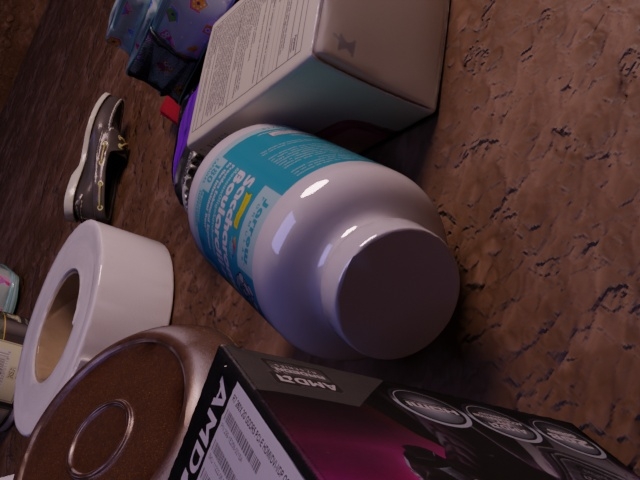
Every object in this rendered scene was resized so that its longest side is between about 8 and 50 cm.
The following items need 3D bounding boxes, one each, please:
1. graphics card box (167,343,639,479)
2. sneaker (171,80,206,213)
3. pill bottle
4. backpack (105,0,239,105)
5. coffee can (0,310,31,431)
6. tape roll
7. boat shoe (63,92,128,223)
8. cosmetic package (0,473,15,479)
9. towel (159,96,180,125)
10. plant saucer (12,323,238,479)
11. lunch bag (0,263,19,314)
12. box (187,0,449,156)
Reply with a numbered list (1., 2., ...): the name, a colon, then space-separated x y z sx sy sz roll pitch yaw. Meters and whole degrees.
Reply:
1. graphics card box: 0.101 0.168 0.352 0.371 0.233 0.094 37 109 62
2. sneaker: -0.099 -0.167 1.081 0.293 0.102 0.146 -66 27 7
3. pill bottle: 0.000 0.000 0.741 0.146 0.146 0.264 -67 27 5
4. backpack: -0.152 -0.278 1.120 0.188 0.144 0.165 -37 23 47
5. coffee can: -0.635 0.191 1.615 0.201 0.275 0.201 -40 39 43
6. tape roll: -0.292 0.121 1.235 0.286 0.100 0.286 -40 39 43
7. boat shoe: -0.338 -0.128 1.528 0.081 0.069 0.227 85 -166 -67
8. cosmetic package: -0.344 0.405 0.946 0.377 0.285 0.097 -113 12 -54
9. towel: -0.132 -0.268 1.285 0.274 0.031 0.199 -65 28 7
10. plant saucer: -0.204 0.205 0.956 0.311 0.050 0.310 -28 38 25
11. lunch bag: -0.684 0.175 1.897 0.224 0.108 0.279 13 85 57
12. box: -0.006 -0.161 0.881 0.232 0.127 0.148 -23 52 54
